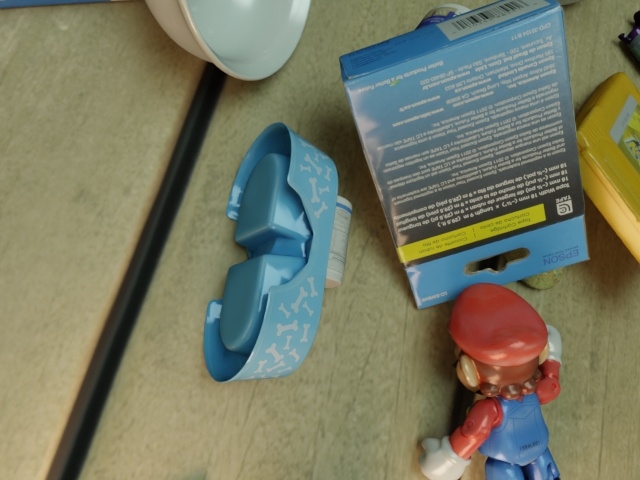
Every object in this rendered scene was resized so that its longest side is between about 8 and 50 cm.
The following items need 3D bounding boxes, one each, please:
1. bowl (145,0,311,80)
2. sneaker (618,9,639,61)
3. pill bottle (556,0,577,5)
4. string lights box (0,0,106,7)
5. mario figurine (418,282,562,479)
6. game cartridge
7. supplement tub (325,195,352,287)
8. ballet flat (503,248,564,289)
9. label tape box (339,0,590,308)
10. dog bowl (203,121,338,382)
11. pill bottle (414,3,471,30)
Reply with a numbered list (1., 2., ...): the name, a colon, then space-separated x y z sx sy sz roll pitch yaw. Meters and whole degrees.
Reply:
1. bowl: -0.129 -0.345 0.702 0.134 0.298 0.298 11 68 24
2. sneaker: 0.630 -0.404 1.071 0.098 0.083 0.224 45 67 0
3. pill bottle: 0.367 -0.602 0.937 0.229 0.229 0.408 -22 85 -24
4. string lights box: -0.357 -0.349 0.687 0.259 0.077 0.133 -14 84 -23
5. mario figurine: 0.227 0.213 0.771 0.198 0.170 0.321 -11 92 -59
6. game cartridge: 0.497 -0.096 0.902 0.285 0.052 0.323 51 44 -3
7. supplement tub: 0.000 0.000 0.741 0.071 0.071 0.107 14 74 -17
8. ballet flat: 0.296 -0.103 0.853 0.123 0.123 0.349 -10 81 -22
9. label tape box: 0.185 -0.099 0.740 0.240 0.106 0.334 -17 122 7
10. dog bowl: -0.054 0.015 0.673 0.074 0.166 0.297 16 72 -28
11. pill bottle: 0.151 -0.230 0.830 0.112 0.112 0.187 39 67 -8
